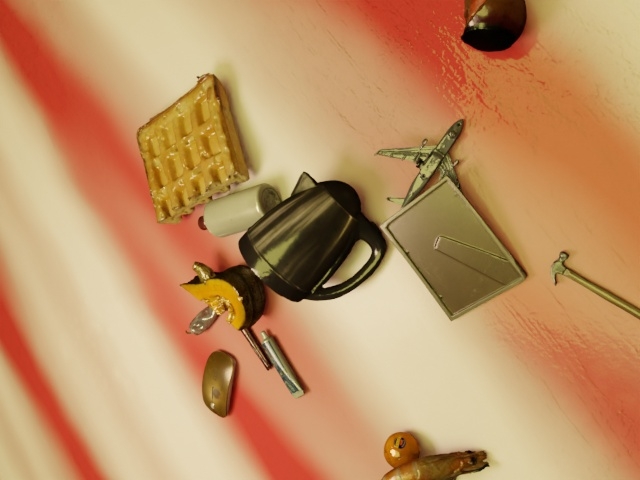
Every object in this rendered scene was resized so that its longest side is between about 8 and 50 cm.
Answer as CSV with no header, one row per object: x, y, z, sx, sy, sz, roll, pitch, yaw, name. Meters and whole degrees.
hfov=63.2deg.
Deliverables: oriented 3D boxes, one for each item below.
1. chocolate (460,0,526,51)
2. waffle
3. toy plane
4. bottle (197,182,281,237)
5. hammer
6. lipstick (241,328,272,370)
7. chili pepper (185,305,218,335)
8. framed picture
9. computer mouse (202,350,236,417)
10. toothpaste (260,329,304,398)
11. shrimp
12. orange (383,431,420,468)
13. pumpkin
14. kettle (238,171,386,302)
0.310,-0.421,0.945,0.124,0.127,0.133,10,90,45,chocolate
-0.353,-0.240,1.405,0.348,0.077,0.305,-23,77,33,waffle
0.226,-0.150,1.075,0.225,0.058,0.226,35,115,7,toy plane
-0.221,-0.069,1.343,0.245,0.104,0.104,-14,89,32,bottle
0.508,0.094,0.954,0.182,0.017,0.062,36,114,22,hammer
-0.184,0.275,1.413,0.027,0.027,0.177,-43,75,29,lipstick
-0.330,0.224,1.491,0.050,0.041,0.153,45,102,-3,chili pepper
0.265,0.020,1.066,0.189,0.023,0.260,-39,87,30,framed picture
-0.293,0.414,1.490,0.102,0.044,0.199,21,107,31,computer mouse
-0.104,0.323,1.365,0.197,0.034,0.057,58,137,11,toothpaste
0.245,0.512,1.128,0.248,0.150,0.068,-26,45,18,shrimp
0.183,0.476,1.176,0.083,0.083,0.084,5,99,32,orange
-0.248,0.115,1.374,0.247,0.131,0.126,28,119,21,pumpkin
-0.011,-0.009,1.165,0.271,0.207,0.251,-45,60,11,kettle
